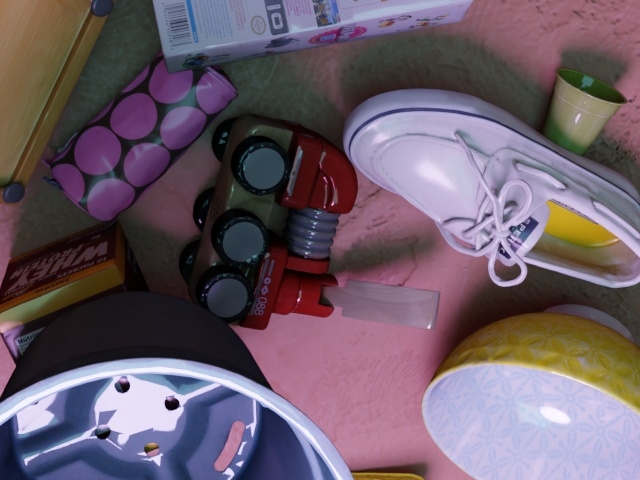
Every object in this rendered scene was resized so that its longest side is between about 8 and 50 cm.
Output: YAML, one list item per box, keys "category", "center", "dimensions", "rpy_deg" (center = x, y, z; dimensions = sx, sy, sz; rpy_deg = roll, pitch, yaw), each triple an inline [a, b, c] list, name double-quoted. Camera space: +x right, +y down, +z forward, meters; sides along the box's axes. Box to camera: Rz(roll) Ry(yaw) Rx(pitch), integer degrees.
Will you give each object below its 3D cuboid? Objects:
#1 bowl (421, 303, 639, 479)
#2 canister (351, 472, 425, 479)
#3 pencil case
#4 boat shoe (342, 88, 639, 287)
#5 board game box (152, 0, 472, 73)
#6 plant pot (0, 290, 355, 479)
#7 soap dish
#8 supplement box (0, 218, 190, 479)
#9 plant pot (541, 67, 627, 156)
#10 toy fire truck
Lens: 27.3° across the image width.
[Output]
- category: "bowl"
  center: [0.269, 0.164, 1.441]
  dimensions: [0.289, 0.289, 0.156]
  rpy_deg: [37, 55, -14]
- category: "canister"
  center: [0.064, 0.360, 1.520]
  dimensions: [0.126, 0.073, 0.169]
  rpy_deg: [-1, 108, 10]
- category: "pencil case"
  center: [-0.187, -0.116, 1.365]
  dimensions: [0.209, 0.095, 0.098]
  rpy_deg: [-43, 73, 4]
- category: "boat shoe"
  center: [0.191, -0.028, 1.360]
  dimensions: [0.367, 0.156, 0.136]
  rpy_deg: [22, 129, -24]
- category: "board game box"
  center: [-0.023, -0.302, 1.291]
  dimensions: [0.303, 0.097, 0.224]
  rpy_deg: [-11, 85, -3]
- category: "plant pot"
  center: [-0.153, 0.209, 1.126]
  dimensions: [0.341, 0.334, 0.341]
  rpy_deg: [-2, 104, -8]
- category: "soap dish"
  center: [-0.340, -0.173, 1.261]
  dimensions: [0.229, 0.118, 0.290]
  rpy_deg: [14, 108, -51]
- category: "supplement box"
  center: [-0.232, 0.107, 1.362]
  dimensions: [0.129, 0.191, 0.194]
  rpy_deg: [-22, 107, -2]
- category: "plant pot"
  center: [0.276, -0.132, 1.423]
  dimensions: [0.083, 0.083, 0.079]
  rpy_deg: [17, 114, -11]
- category: "toy fire truck"
  center: [0.000, 0.000, 1.396]
  dimensions: [0.246, 0.158, 0.217]
  rpy_deg: [11, 103, -22]
